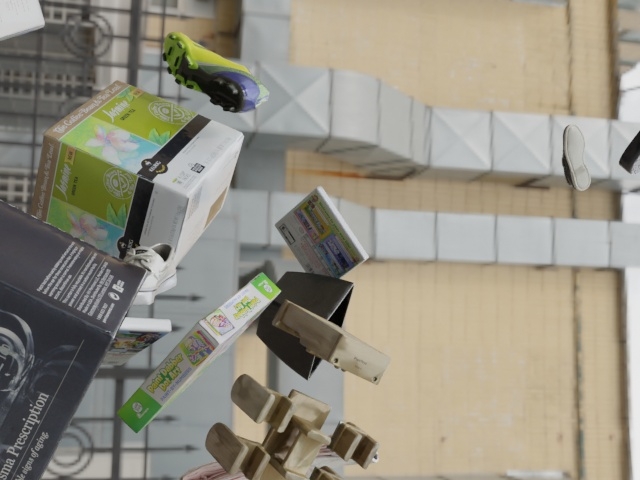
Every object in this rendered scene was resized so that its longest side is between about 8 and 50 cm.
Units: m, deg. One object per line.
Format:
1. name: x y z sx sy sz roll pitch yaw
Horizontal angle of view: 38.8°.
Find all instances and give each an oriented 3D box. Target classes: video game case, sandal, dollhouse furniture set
1. video game case: -0.357 0.152 1.377 0.183 0.201 0.023 -33 -122 46
2. sandal: 0.549 -0.218 1.429 0.054 0.097 0.254 50 -59 30
3. video game case: 0.000 0.000 2.249 0.193 0.023 0.212 -39 -98 43
4. dollhouse furniture set: -0.032 0.232 1.301 0.161 0.212 0.242 25 -94 57

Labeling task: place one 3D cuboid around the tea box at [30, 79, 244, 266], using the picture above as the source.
1. tea box: -0.384 -0.139 1.931 0.329 0.323 0.220 -63 174 -57

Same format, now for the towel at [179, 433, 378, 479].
1. towel: -0.062 0.414 1.670 0.332 0.317 0.053 56 21 -71

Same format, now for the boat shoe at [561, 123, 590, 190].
1. boat shoe: 0.452 -0.150 1.628 0.038 0.046 0.125 31 -35 63

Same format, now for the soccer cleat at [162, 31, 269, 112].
1. soccer cleat: -0.228 -0.360 1.948 0.289 0.121 0.093 39 -52 29

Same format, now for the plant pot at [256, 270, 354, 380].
1. plant pot: -0.046 0.182 2.154 0.187 0.167 0.188 -50 159 -48

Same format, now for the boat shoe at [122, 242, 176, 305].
1. boat shoe: -0.317 0.055 1.613 0.267 0.096 0.088 -28 124 -75

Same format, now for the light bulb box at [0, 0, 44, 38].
1. light bulb box: -0.570 -0.314 1.099 0.361 0.358 0.225 -107 -177 -72

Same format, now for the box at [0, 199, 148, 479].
1. box: -0.422 0.133 1.036 0.343 0.312 0.179 -60 -171 20

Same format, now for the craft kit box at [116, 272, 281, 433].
1. craft kit box: -0.202 0.186 1.542 0.250 0.061 0.246 -47 174 27
